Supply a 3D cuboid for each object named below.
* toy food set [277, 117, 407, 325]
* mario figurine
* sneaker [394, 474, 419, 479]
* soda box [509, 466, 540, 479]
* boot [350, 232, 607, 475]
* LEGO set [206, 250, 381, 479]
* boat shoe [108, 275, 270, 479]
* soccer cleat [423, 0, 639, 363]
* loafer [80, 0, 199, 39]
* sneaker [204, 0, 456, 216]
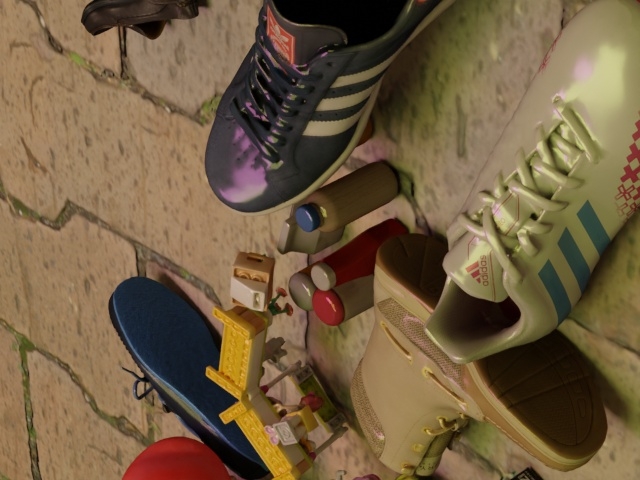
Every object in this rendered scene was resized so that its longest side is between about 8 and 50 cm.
[{"bbox_3d":[0.000,0.000,1.548,0.111,0.104,0.232,43,141,26],"label":"toy food set"},{"bbox_3d":[-0.153,0.330,1.837,0.170,0.198,0.320,40,164,9],"label":"mario figurine"},{"bbox_3d":[0.091,0.355,1.691,0.123,0.109,0.296,10,119,13],"label":"sneaker"},{"bbox_3d":[0.211,0.284,1.503,0.169,0.060,0.053,46,145,23],"label":"soda box"},{"bbox_3d":[0.126,0.144,1.490,0.262,0.095,0.203,43,140,29],"label":"boot"},{"bbox_3d":[-0.028,0.125,1.656,0.132,0.107,0.287,-2,115,47],"label":"LEGO set"},{"bbox_3d":[-0.147,0.158,1.843,0.258,0.109,0.089,54,148,16],"label":"boat shoe"},{"bbox_3d":[0.167,-0.029,1.283,0.116,0.143,0.331,43,140,26],"label":"soccer cleat"},{"bbox_3d":[-0.178,-0.221,1.672,0.170,0.062,0.061,-15,104,56],"label":"loafer"},{"bbox_3d":[-0.012,-0.150,1.342,0.131,0.148,0.350,47,121,17],"label":"sneaker"}]
